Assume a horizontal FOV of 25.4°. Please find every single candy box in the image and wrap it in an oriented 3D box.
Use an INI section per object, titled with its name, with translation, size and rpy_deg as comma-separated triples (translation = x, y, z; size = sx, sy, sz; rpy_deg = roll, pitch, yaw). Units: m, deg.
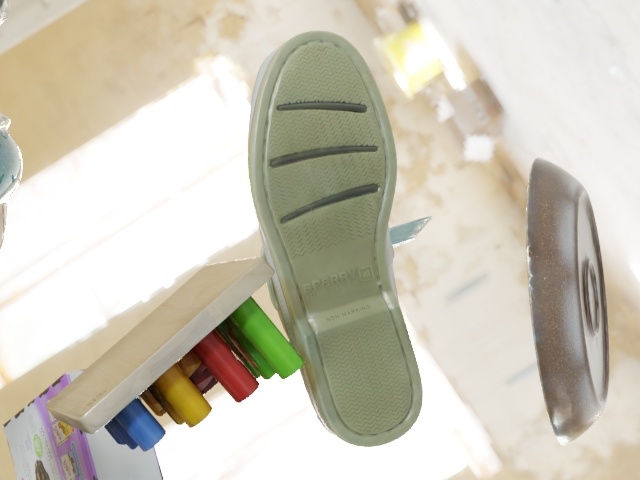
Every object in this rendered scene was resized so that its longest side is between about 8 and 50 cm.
[candy box]
translation = -0.229, 0.225, 1.377
size = 0.196, 0.070, 0.164
rpy_deg = -36, 68, 53

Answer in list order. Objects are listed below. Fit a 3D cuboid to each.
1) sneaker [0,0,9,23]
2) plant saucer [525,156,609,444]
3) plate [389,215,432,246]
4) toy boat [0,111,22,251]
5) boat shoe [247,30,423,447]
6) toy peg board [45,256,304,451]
[sneaker]
translation = -0.353, -0.279, 1.269
size = 0.234, 0.078, 0.106
rpy_deg = 55, 178, 5
[plant saucer]
translation = 0.271, 0.063, 1.522
size = 0.310, 0.050, 0.310
rpy_deg = -5, -90, -73
[plate]
translation = 0.066, 0.008, 1.908
size = 0.188, 0.188, 0.024
rpy_deg = 111, 139, -86
[toy boat]
translation = -0.303, 0.032, 1.009
size = 0.148, 0.267, 0.318
rpy_deg = 40, 163, -5
[boat shoe]
translation = 0.000, 0.000, 1.053
size = 0.103, 0.113, 0.302
rpy_deg = 180, 82, -75
[toy peg board]
translation = -0.096, 0.095, 0.992
size = 0.079, 0.161, 0.161
rpy_deg = 51, 164, -9
